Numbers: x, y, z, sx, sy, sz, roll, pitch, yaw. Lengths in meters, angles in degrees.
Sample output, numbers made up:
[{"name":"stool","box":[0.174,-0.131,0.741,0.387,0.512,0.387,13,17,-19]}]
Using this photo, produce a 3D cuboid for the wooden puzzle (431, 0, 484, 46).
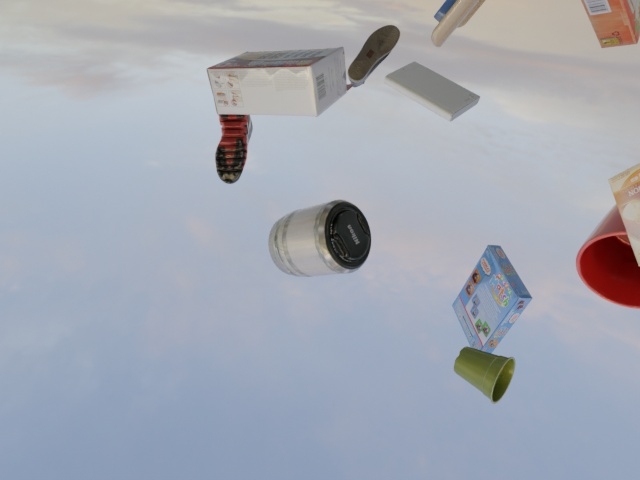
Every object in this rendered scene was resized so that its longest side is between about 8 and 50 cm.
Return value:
[{"name":"wooden puzzle","box":[0.400,-0.654,1.159,0.081,0.322,0.348,41,-142,-1]}]

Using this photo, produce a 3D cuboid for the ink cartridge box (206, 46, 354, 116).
[{"name":"ink cartridge box","box":[-0.097,-0.444,1.285,0.310,0.129,0.271,8,-145,24]}]

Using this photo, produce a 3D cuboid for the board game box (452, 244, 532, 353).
[{"name":"board game box","box":[0.380,0.140,1.070,0.039,0.211,0.160,3,-138,-13]}]

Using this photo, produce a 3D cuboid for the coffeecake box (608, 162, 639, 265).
[{"name":"coffeecake box","box":[0.639,-0.060,0.864,0.068,0.142,0.185,1,-111,-22]}]

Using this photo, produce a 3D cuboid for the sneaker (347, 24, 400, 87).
[{"name":"sneaker","box":[0.169,-0.611,1.564,0.083,0.222,0.118,44,-174,-3]}]

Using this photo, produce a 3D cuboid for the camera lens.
[{"name":"camera lens","box":[0.000,0.000,1.447,0.275,0.219,0.219,-10,-164,45]}]

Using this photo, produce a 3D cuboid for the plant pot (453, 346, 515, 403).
[{"name":"plant pot","box":[0.272,0.219,0.796,0.079,0.083,0.083,21,-145,40]}]

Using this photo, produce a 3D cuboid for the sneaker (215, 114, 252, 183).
[{"name":"sneaker","box":[-0.262,-0.307,1.450,0.098,0.275,0.135,3,-179,4]}]

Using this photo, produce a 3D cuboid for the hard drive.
[{"name":"hard drive","box":[0.421,-0.571,1.786,0.308,0.040,0.203,38,-126,23]}]

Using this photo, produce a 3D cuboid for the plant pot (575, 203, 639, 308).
[{"name":"plant pot","box":[0.895,0.016,1.324,0.275,0.274,0.243,21,-132,26]}]

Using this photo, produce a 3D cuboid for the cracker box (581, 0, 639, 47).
[{"name":"cracker box","box":[0.545,-0.492,0.839,0.067,0.232,0.156,15,171,47]}]
